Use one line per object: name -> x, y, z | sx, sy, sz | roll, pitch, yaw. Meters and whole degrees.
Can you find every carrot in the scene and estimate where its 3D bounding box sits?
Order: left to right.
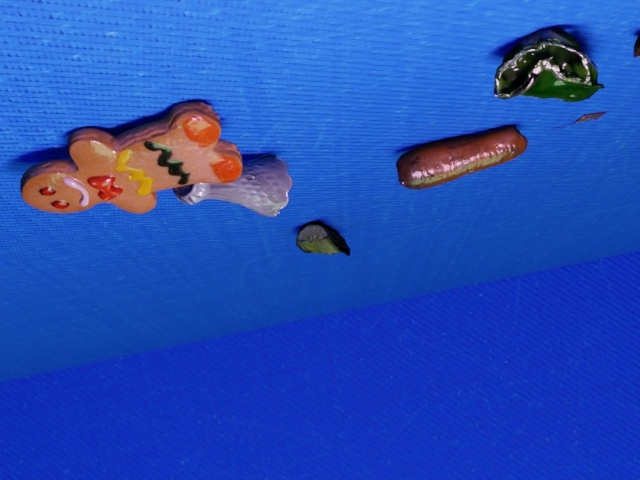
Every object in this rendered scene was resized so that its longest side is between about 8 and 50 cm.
carrot -> 0.193, -0.114, 1.963 | 0.186, 0.060, 0.060 | -15, 171, 0

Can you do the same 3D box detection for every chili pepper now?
chili pepper -> 0.261, -0.185, 1.602 | 0.108, 0.062, 0.216 | -8, 173, 22

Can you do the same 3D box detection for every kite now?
kite -> 0.369, -0.168, 2.023 | 0.044, 0.002, 0.078 | -5, 168, -35

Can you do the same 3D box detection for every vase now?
vase -> -0.115, -0.072, 1.777 | 0.081, 0.081, 0.149 | -20, 164, 42

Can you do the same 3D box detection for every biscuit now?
biscuit -> -0.213, -0.075, 1.583 | 0.250, 0.036, 0.165 | -14, 149, 12

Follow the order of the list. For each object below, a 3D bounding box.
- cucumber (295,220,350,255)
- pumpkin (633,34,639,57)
cucumber -> 0.000, 0.000, 2.476 | 0.070, 0.046, 0.220 | -11, 170, 9
pumpkin -> 0.374, -0.222, 1.605 | 0.050, 0.028, 0.083 | -13, 180, 20
